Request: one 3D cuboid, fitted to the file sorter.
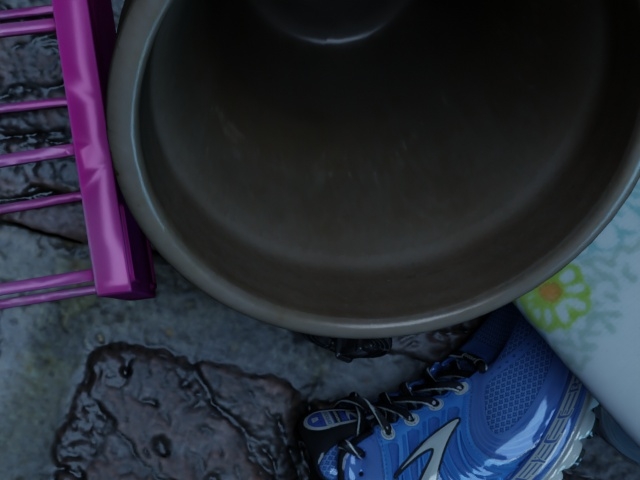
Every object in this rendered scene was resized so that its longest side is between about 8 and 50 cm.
[{"bbox_3d":[-0.216,-0.096,0.597,0.182,0.202,0.290,-9,87,-7],"label":"file sorter"}]

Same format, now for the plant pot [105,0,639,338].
[{"bbox_3d":[0.019,-0.117,0.530,0.263,0.229,0.263,-5,129,-6],"label":"plant pot"}]

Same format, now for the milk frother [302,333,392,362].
[{"bbox_3d":[0.000,0.000,0.686,0.143,0.129,0.134,37,78,-48],"label":"milk frother"}]

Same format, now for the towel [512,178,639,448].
[{"bbox_3d":[0.243,-0.050,0.563,0.320,0.090,0.374,-44,66,13],"label":"towel"}]

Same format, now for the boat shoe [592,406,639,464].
[{"bbox_3d":[0.322,0.168,0.712,0.306,0.105,0.113,22,86,-1],"label":"boat shoe"}]

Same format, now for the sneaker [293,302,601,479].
[{"bbox_3d":[0.067,0.140,0.659,0.147,0.130,0.330,37,81,-7],"label":"sneaker"}]
